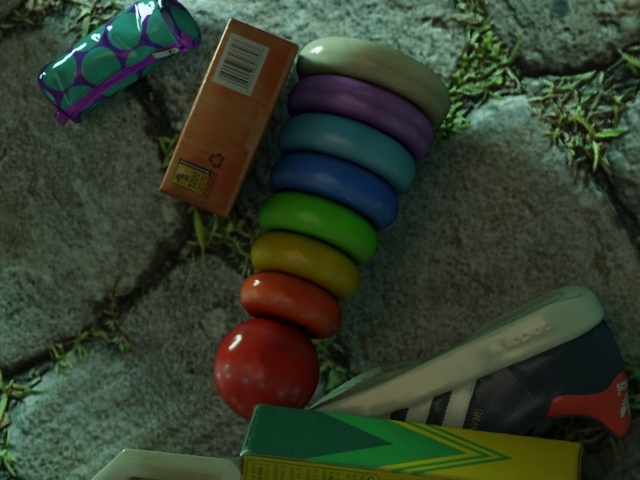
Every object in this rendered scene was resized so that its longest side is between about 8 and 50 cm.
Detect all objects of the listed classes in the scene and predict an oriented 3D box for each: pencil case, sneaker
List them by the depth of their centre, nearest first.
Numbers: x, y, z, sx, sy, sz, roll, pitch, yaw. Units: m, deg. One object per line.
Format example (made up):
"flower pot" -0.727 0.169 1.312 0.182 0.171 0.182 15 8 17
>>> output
"sneaker" 0.100 0.169 1.686 0.350 0.131 0.148 -25 92 26
"pencil case" -0.190 -0.171 1.881 0.152 0.064 0.070 -32 47 16

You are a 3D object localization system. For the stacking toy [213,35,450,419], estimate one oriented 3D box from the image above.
"stacking toy" 0.000 0.000 1.703 0.141 0.141 0.330 13 75 23

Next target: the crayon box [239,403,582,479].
"crayon box" 0.093 0.253 1.617 0.319 0.081 0.202 7 118 5

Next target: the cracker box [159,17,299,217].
"cracker box" -0.079 -0.104 1.735 0.067 0.232 0.155 22 91 -2

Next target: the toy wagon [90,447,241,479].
"toy wagon" -0.143 0.362 1.783 0.267 0.068 0.344 3 84 23
